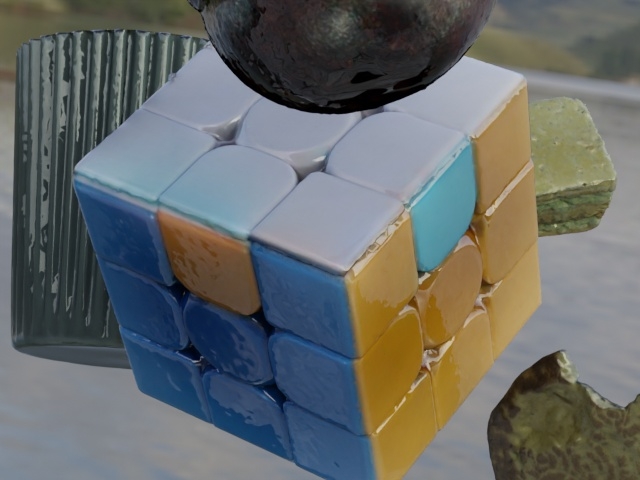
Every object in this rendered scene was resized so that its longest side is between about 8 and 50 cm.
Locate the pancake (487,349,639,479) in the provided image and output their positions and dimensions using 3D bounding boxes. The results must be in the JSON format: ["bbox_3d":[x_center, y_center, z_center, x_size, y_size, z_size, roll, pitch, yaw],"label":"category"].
[{"bbox_3d":[0.249,0.203,1.700,0.235,0.212,0.029,23,29,27],"label":"pancake"}]

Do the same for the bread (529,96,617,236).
[{"bbox_3d":[0.203,-0.072,2.047,0.196,0.102,0.138,-10,53,-13],"label":"bread"}]

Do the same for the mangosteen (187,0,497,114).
[{"bbox_3d":[-0.009,-0.221,1.367,0.289,0.231,0.231,39,-6,-20],"label":"mangosteen"}]

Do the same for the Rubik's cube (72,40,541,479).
[{"bbox_3d":[0.000,0.000,1.719,0.290,0.291,0.291,21,51,30],"label":"Rubik's cube"}]

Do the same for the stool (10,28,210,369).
[{"bbox_3d":[-0.200,-0.034,2.110,0.297,0.330,0.297,4,-10,1],"label":"stool"}]
